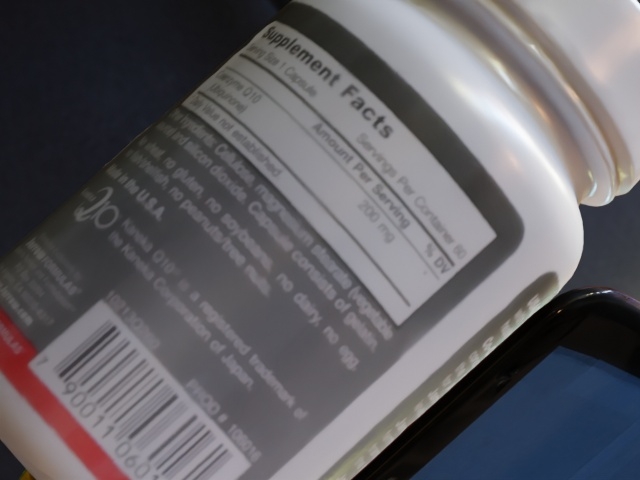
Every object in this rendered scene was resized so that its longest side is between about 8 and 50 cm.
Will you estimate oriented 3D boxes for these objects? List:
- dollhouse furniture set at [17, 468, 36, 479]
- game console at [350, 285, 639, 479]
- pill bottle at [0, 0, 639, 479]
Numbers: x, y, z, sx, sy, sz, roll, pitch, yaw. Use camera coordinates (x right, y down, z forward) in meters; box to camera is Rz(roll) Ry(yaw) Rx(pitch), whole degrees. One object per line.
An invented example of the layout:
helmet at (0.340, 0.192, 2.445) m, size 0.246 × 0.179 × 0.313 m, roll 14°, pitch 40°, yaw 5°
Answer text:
dollhouse furniture set at (-0.300, 0.262, 1.426) m, size 0.197 × 0.151 × 0.301 m, roll -57°, pitch -174°, yaw 41°
game console at (0.064, 0.095, 0.435) m, size 0.144 × 0.124 × 0.085 m, roll -45°, pitch 166°, yaw 24°
pill bottle at (0.000, 0.000, 0.732) m, size 0.283 × 0.161 × 0.161 m, roll -42°, pitch 164°, yaw -7°
